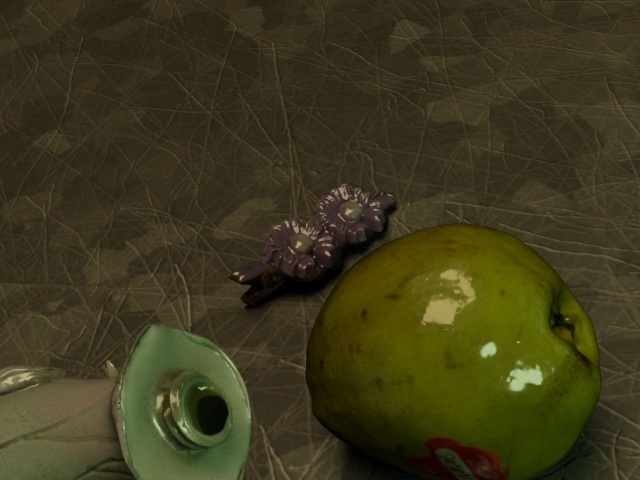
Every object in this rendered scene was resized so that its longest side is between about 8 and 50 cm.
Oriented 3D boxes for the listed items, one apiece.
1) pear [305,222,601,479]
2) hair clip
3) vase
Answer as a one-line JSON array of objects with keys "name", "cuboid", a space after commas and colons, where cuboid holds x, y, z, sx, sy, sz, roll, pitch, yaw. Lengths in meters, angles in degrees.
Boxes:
[{"name": "pear", "cuboid": [0.125, 0.130, 1.375, 0.375, 0.287, 0.287, -15, 32, 41]}, {"name": "hair clip", "cuboid": [0.000, 0.000, 1.746, 0.292, 0.084, 0.106, -34, 58, -27]}, {"name": "vase", "cuboid": [-0.280, 0.237, 1.331, 0.445, 0.250, 0.250, -24, 30, 34]}]
